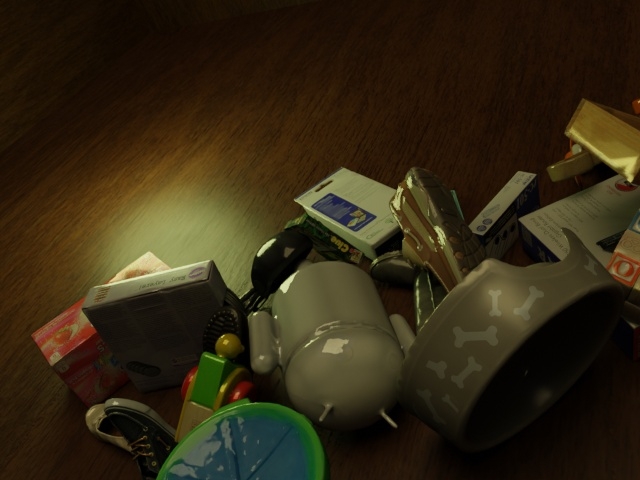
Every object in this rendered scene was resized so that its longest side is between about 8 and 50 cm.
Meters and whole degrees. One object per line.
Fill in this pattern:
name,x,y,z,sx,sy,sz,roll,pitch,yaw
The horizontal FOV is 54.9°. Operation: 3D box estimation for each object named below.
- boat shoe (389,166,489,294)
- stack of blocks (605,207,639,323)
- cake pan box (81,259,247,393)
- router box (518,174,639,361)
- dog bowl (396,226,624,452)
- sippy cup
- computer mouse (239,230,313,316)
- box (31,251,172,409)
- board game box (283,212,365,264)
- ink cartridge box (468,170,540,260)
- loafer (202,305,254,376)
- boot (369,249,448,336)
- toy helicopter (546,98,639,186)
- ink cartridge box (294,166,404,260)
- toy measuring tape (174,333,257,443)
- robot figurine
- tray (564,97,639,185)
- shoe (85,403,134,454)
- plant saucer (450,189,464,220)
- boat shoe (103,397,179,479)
boat shoe,0.218,0.010,1.152,0.116,0.123,0.324,-44,45,32
stack of blocks,0.574,0.070,0.875,0.297,0.087,0.171,28,68,26
cake pan box,-0.273,0.169,1.169,0.267,0.245,0.070,-14,37,11
router box,0.570,0.016,1.076,0.301,0.082,0.335,-24,36,-3
dog bowl,0.273,0.151,0.853,0.349,0.348,0.102,-32,50,-15
sippy cup,-0.072,0.377,0.818,0.240,0.224,0.305,1,41,29
computer mouse,-0.096,0.052,1.233,0.188,0.272,0.072,-38,82,-27
box,-0.421,0.185,1.305,0.300,0.154,0.142,-39,39,-21
board game box,0.000,0.000,1.245,0.030,0.136,0.260,-59,7,-6
ink cartridge box,0.370,-0.041,1.239,0.046,0.097,0.207,19,53,42
loafer,-0.156,0.214,1.096,0.080,0.220,0.078,12,18,26
boot,0.186,0.108,1.176,0.190,0.076,0.208,-12,44,16
toy helicopter,0.574,-0.186,1.267,0.355,0.140,0.235,-23,5,-32
ink cartridge box,0.091,-0.068,1.435,0.165,0.065,0.333,-35,36,-16
toy measuring tape,-0.178,0.310,0.999,0.121,0.121,0.330,15,92,40
robot figurine,0.028,0.174,1.049,0.300,0.199,0.353,-1,34,-11
tray,0.631,-0.115,1.012,0.411,0.076,0.203,14,26,-17
shoe,-0.371,0.345,1.150,0.219,0.058,0.076,10,46,36
plant saucer,0.281,-0.045,1.357,0.067,0.018,0.192,-15,36,10
boat shoe,-0.291,0.337,1.020,0.065,0.183,0.083,-26,35,26
